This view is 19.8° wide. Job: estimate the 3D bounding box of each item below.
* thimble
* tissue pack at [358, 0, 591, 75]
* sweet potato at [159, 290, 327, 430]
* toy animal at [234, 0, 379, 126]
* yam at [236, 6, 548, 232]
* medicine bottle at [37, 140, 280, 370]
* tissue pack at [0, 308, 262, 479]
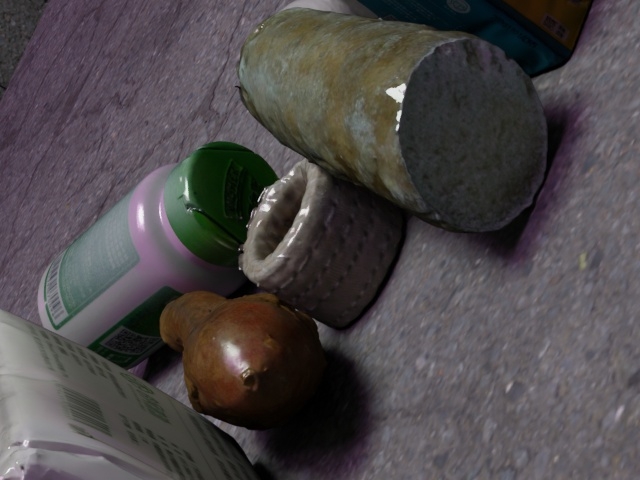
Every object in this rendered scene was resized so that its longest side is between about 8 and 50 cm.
[{"bbox_3d":[0.000,0.000,1.403,0.102,0.090,0.115,-46,24,32],"label":"thimble"},{"bbox_3d":[0.100,-0.194,1.334,0.120,0.169,0.082,-19,40,62],"label":"tissue pack"},{"bbox_3d":[-0.062,0.088,1.412,0.109,0.109,0.385,-60,8,-4],"label":"sweet potato"},{"bbox_3d":[0.007,-0.198,1.662,0.221,0.103,0.131,-64,19,-15],"label":"toy animal"},{"bbox_3d":[0.037,-0.103,1.328,0.133,0.133,0.330,-59,31,-1],"label":"yam"},{"bbox_3d":[-0.143,0.015,1.665,0.274,0.133,0.133,-37,29,48],"label":"medicine bottle"},{"bbox_3d":[-0.156,0.207,1.210,0.194,0.266,0.356,-57,19,3],"label":"tissue pack"}]
